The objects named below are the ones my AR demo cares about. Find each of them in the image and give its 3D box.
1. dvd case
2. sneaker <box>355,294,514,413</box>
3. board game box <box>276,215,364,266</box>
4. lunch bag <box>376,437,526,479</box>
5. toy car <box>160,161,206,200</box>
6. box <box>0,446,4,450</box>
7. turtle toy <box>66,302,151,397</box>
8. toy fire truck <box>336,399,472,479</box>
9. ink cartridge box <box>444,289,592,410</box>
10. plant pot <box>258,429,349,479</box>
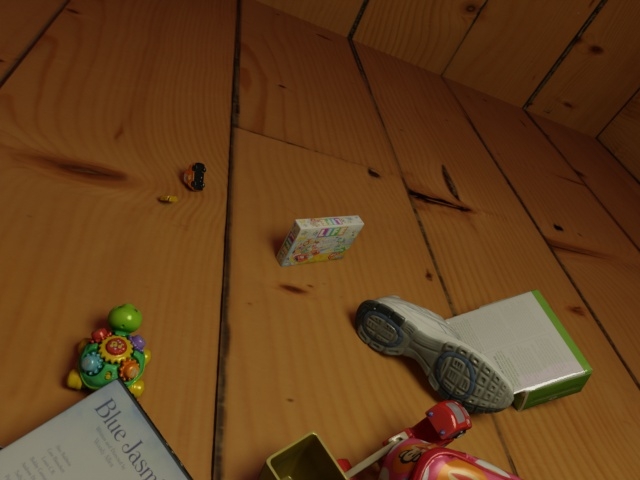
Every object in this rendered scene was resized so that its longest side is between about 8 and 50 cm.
[{"bbox_3d":[-0.250,0.271,0.492,0.180,0.022,0.253,52,31,5],"label":"dvd case"},{"bbox_3d":[0.210,0.182,0.882,0.297,0.111,0.129,36,29,19],"label":"sneaker"},{"bbox_3d":[0.000,0.000,0.970,0.154,0.103,0.026,-6,49,-37],"label":"board game box"},{"bbox_3d":[0.179,0.396,0.568,0.293,0.120,0.258,27,69,-10],"label":"lunch bag"},{"bbox_3d":[-0.272,-0.117,0.971,0.041,0.060,0.122,7,22,24],"label":"toy car"},{"bbox_3d":[-0.394,0.262,0.447,0.220,0.051,0.175,20,37,-12],"label":"box"},{"bbox_3d":[-0.269,0.143,0.655,0.095,0.066,0.130,15,39,-18],"label":"turtle toy"},{"bbox_3d":[0.106,0.285,0.679,0.135,0.192,0.047,28,24,-53],"label":"toy fire truck"},{"bbox_3d":[0.338,0.225,0.953,0.255,0.097,0.188,-17,49,-2],"label":"ink cartridge box"},{"bbox_3d":[-0.028,0.304,0.612,0.081,0.083,0.081,-14,54,-43],"label":"plant pot"}]
